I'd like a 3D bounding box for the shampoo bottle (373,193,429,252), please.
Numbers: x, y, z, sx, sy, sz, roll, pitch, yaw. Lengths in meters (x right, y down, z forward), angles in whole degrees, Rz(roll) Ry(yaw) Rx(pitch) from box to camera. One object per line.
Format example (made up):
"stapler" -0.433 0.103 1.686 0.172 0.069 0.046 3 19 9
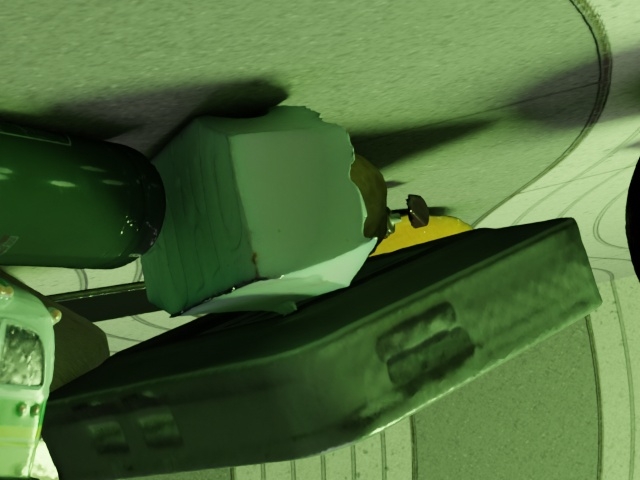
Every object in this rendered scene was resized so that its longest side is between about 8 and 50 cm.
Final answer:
"shampoo bottle" -0.001 -0.002 1.586 0.236 0.067 0.068 -16 180 22

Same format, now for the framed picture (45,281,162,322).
"framed picture" -0.294 0.085 1.905 0.324 0.013 0.244 -8 170 -26

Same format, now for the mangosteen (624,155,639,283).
"mangosteen" 0.423 0.008 1.334 0.307 0.347 0.307 -16 -156 8

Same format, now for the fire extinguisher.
"fire extinguisher" -0.222 -0.026 0.974 0.114 0.095 0.311 -43 161 16

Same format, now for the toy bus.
"toy bus" -0.304 0.075 1.071 0.134 0.164 0.276 11 -173 -45

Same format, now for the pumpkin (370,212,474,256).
"pumpkin" 0.073 0.021 1.781 0.278 0.111 0.163 -8 -174 -38

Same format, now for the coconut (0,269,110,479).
"coconut" -0.308 0.163 1.490 0.237 0.266 0.237 -52 -171 12

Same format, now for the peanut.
"peanut" 0.001 -0.023 1.319 0.117 0.101 0.263 0 172 6

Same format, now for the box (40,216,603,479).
"box" -0.005 0.095 1.355 0.396 0.111 0.396 -15 -176 44

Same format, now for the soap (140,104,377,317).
"soap" -0.058 -0.017 1.120 0.091 0.145 0.230 -8 168 -26
